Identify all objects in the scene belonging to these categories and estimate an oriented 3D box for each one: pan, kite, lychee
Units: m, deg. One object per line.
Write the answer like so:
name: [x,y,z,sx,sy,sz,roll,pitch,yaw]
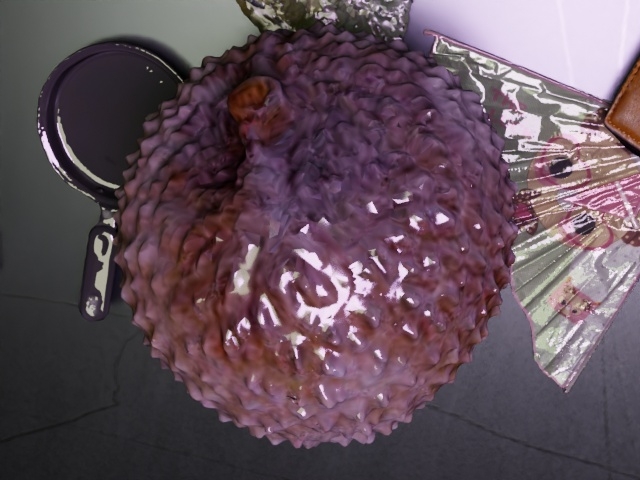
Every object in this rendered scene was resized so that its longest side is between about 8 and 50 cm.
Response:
pan: [-0.170,-0.046,0.978,0.136,0.028,0.235,13,107,5]
kite: [0.177,-0.027,0.939,0.268,0.013,0.323,-17,104,13]
lychee: [0.004,-0.004,0.837,0.300,0.300,0.300,3,109,8]

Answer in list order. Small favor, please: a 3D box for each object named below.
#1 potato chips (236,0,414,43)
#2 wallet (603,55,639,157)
potato chips: [0.034,-0.225,0.887,0.202,0.029,0.220,46,111,-5]
wallet: [0.301,-0.097,0.817,0.042,0.195,0.161,9,114,-42]
